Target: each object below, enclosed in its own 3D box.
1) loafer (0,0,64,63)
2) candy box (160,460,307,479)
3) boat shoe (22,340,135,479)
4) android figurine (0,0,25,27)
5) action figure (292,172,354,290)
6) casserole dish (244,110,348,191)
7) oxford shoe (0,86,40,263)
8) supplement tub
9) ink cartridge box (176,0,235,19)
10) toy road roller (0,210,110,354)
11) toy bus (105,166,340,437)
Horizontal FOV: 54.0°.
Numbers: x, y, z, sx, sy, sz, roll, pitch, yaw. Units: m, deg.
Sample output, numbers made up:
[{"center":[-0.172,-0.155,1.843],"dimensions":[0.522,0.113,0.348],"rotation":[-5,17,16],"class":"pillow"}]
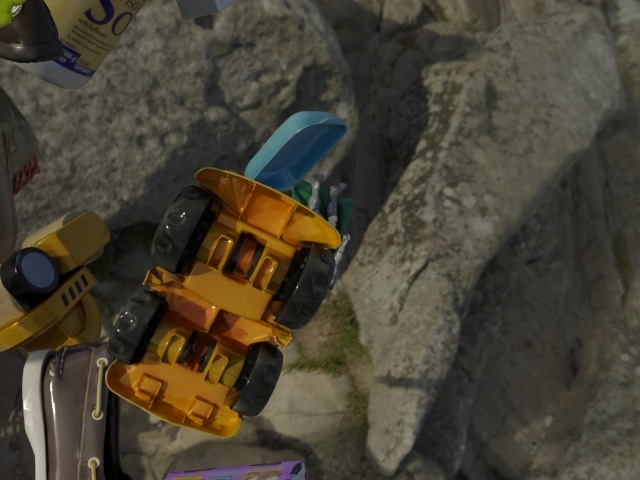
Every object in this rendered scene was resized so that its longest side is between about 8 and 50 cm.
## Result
[{"center":[-0.365,-0.253,0.673],"dimensions":[0.220,0.078,0.080],"rotation":[19,29,16],"class":"loafer"},{"center":[-0.114,0.292,0.608],"dimensions":[0.196,0.165,0.070],"rotation":[-20,99,-74],"class":"candy box"},{"center":[-0.254,0.276,0.699],"dimensions":[0.097,0.116,0.324],"rotation":[-10,80,-5],"class":"boat shoe"},{"center":[-0.242,-0.188,0.287],"dimensions":[0.273,0.248,0.056],"rotation":[-4,19,-33],"class":"android figurine"},{"center":[0.000,0.000,1.072],"dimensions":[0.137,0.063,0.232],"rotation":[18,62,-23],"class":"action figure"},{"center":[-0.042,-0.132,0.924],"dimensions":[0.114,0.188,0.037],"rotation":[-11,67,-49],"class":"casserole dish"},{"center":[-0.382,-0.097,0.738],"dimensions":[0.130,0.123,0.348],"rotation":[20,31,-48],"class":"oxford shoe"},{"center":[-0.362,-0.418,0.912],"dimensions":[0.241,0.331,0.241],"rotation":[38,8,-7],"class":"supplement tub"},{"center":[-0.198,-0.509,1.163],"dimensions":[0.231,0.078,0.134],"rotation":[-66,144,-53],"class":"ink cartridge box"},{"center":[-0.548,0.111,1.293],"dimensions":[0.240,0.203,0.329],"rotation":[58,23,-17],"class":"toy road roller"},{"center":[-0.092,0.044,0.614],"dimensions":[0.149,0.211,0.220],"rotation":[26,95,-9],"class":"toy bus"}]
